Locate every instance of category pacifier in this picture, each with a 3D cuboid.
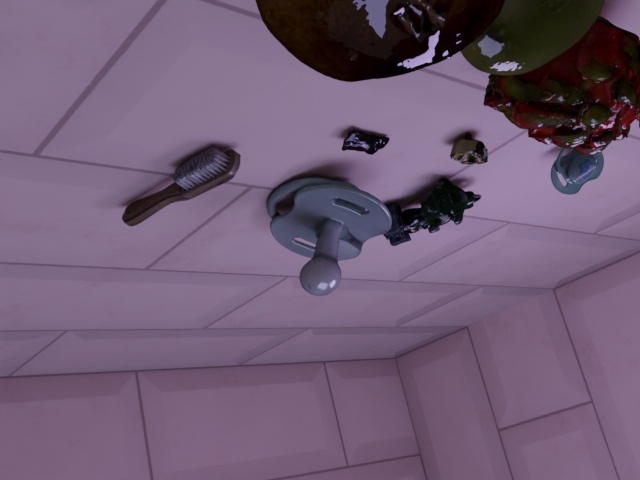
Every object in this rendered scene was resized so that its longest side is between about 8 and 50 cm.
[{"bbox_3d":[0.000,0.000,1.844,0.288,0.269,0.343,20,145,-15],"label":"pacifier"},{"bbox_3d":[0.637,-0.192,2.001,0.150,0.127,0.116,-42,-162,1],"label":"pacifier"}]

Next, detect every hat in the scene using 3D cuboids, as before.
[{"bbox_3d":[0.337,-0.208,1.787,0.076,0.059,0.077,-10,162,42],"label":"hat"}]

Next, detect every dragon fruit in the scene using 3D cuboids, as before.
[{"bbox_3d":[0.451,-0.275,1.422,0.302,0.237,0.231,5,165,10],"label":"dragon fruit"}]

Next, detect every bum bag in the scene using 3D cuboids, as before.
[{"bbox_3d":[0.093,-0.205,1.665,0.124,0.034,0.058,5,139,-42],"label":"bum bag"}]

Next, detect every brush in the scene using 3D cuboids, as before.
[{"bbox_3d":[-0.305,-0.112,1.626,0.327,0.070,0.065,-24,140,30],"label":"brush"}]

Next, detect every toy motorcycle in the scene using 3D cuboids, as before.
[{"bbox_3d":[0.272,-0.070,2.027,0.274,0.125,0.187,-22,168,22],"label":"toy motorcycle"}]

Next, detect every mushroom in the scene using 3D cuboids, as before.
[{"bbox_3d":[0.090,-0.368,1.008,0.331,0.356,0.334,-11,120,15],"label":"mushroom"}]

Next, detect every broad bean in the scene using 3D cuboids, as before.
[{"bbox_3d":[0.338,-0.358,1.268,0.263,0.121,0.189,-20,131,8],"label":"broad bean"}]
